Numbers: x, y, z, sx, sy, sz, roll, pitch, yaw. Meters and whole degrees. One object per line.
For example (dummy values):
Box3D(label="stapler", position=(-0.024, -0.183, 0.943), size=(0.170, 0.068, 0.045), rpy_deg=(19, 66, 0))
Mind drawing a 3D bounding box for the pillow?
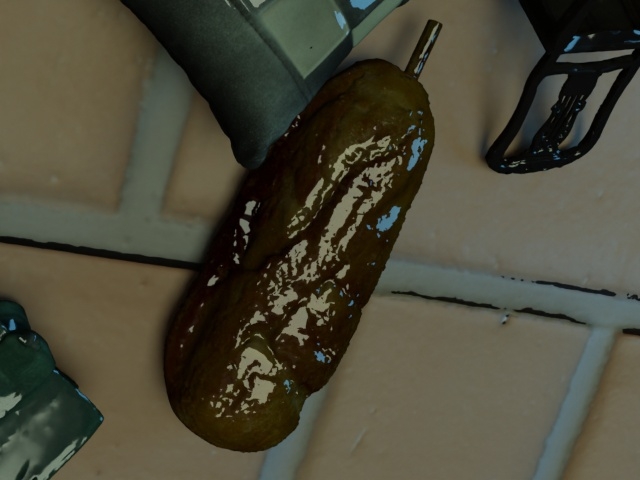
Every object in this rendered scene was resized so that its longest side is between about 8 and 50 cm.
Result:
Box3D(label="pillow", position=(-0.009, -0.189, 0.685), size=(0.250, 0.106, 0.186), rpy_deg=(-43, 123, -8))

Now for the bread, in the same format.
Box3D(label="bread", position=(-0.001, -0.001, 0.781), size=(0.124, 0.084, 0.344), rpy_deg=(24, 99, -31))

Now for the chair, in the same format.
Box3D(label="chair", position=(0.182, -0.160, 0.811), size=(0.106, 0.113, 0.229), rpy_deg=(-7, 151, -23))

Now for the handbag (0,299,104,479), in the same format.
Box3D(label="handbag", position=(-0.315, 0.079, 0.665), size=(0.238, 0.089, 0.326), rpy_deg=(-42, 123, -6))
